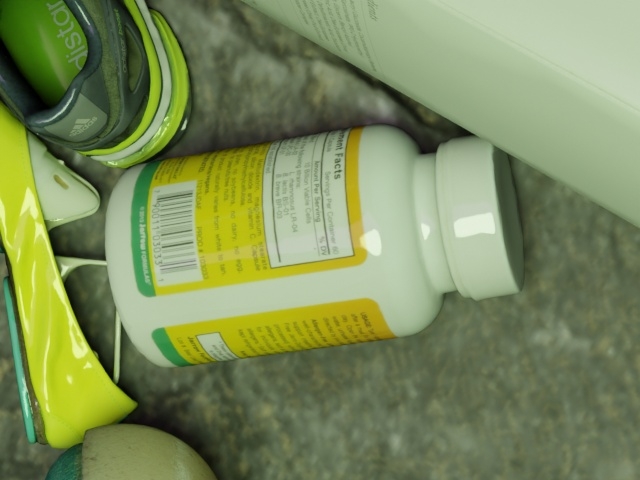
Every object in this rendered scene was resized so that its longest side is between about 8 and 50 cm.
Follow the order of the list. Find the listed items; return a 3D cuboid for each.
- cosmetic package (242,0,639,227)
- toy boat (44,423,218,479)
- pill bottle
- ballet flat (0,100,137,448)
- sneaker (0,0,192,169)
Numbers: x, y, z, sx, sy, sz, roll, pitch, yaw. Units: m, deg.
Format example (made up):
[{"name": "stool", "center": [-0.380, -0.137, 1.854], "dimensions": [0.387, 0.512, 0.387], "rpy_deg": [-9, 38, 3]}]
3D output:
[{"name": "cosmetic package", "center": [0.120, -0.147, 0.718], "dimensions": [0.365, 0.155, 0.197], "rpy_deg": [33, 80, 16]}, {"name": "toy boat", "center": [-0.085, 0.273, 0.829], "dimensions": [0.148, 0.267, 0.318], "rpy_deg": [-18, 117, -3]}, {"name": "pill bottle", "center": [0.000, 0.000, 0.843], "dimensions": [0.208, 0.117, 0.117], "rpy_deg": [-9, 90, 14]}, {"name": "ballet flat", "center": [-0.160, 0.006, 0.914], "dimensions": [0.077, 0.077, 0.231], "rpy_deg": [-15, 92, -7]}, {"name": "sneaker", "center": [-0.179, -0.178, 0.877], "dimensions": [0.111, 0.121, 0.300], "rpy_deg": [-35, 84, 12]}]
